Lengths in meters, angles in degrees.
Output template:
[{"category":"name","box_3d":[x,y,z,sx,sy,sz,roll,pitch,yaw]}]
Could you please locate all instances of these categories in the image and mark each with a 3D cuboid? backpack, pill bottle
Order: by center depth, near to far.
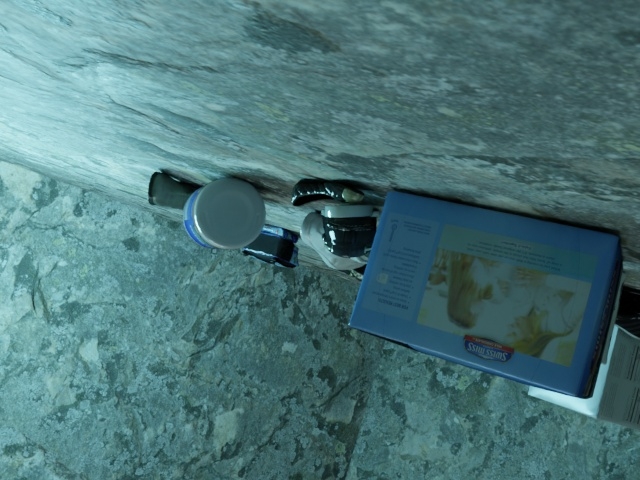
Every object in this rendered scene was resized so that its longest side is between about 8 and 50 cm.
[{"category":"pill bottle","box_3d":[-0.225,-0.055,1.536,0.152,0.152,0.272,19,173,-17]},{"category":"backpack","box_3d":[-0.141,0.024,2.227,0.158,0.116,0.173,13,172,34]}]

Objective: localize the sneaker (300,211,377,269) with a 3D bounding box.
[{"category":"sneaker","box_3d":[0.089,0.025,1.628,0.169,0.108,0.292,17,174,30]}]

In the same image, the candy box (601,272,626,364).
[{"category":"candy box","box_3d":[0.472,0.134,1.267,0.070,0.164,0.196,15,174,1]}]

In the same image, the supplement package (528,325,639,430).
[{"category":"supplement package","box_3d":[0.605,0.250,1.506,0.145,0.261,0.204,19,174,-24]}]

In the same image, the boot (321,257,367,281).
[{"category":"boot","box_3d":[0.123,0.089,2.206,0.236,0.085,0.179,35,167,-28]}]

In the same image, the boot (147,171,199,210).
[{"category":"boot","box_3d":[-0.319,-0.113,1.714,0.161,0.083,0.246,9,179,10]}]

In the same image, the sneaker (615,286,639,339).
[{"category":"sneaker","box_3d":[0.625,0.146,1.346,0.235,0.084,0.097,18,173,-13]}]

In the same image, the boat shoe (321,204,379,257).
[{"category":"boat shoe","box_3d":[0.051,-0.015,1.245,0.114,0.091,0.302,1,-179,9]}]

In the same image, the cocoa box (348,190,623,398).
[{"category":"cocoa box","box_3d":[0.261,0.085,1.065,0.347,0.231,0.228,14,173,27]}]

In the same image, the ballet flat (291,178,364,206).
[{"category":"ballet flat","box_3d":[0.013,-0.074,1.168,0.057,0.049,0.173,20,174,-37]}]
